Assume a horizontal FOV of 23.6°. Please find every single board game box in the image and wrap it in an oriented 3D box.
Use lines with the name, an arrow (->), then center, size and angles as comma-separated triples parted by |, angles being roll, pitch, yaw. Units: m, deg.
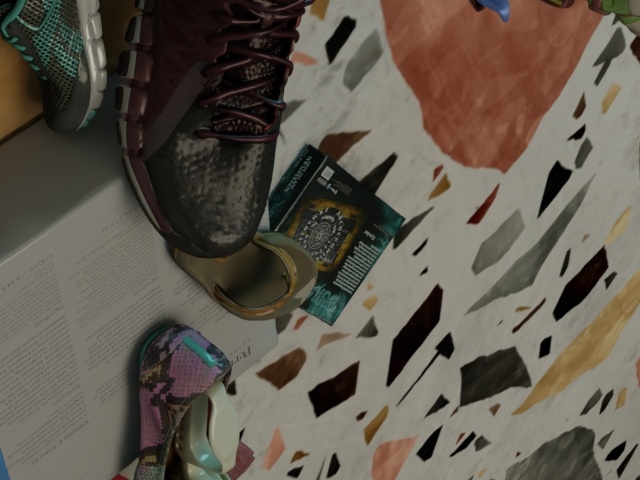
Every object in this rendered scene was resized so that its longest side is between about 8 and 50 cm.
board game box -> 0.000, 0.000, 1.365 | 0.126, 0.026, 0.186 | -55, 151, 0

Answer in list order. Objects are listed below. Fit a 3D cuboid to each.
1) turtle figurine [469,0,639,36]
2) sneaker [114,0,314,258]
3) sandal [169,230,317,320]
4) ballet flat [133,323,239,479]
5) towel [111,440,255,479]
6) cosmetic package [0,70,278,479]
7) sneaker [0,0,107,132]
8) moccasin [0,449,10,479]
turtle figurine -> 0.270, -0.278, 1.311 | 0.275, 0.198, 0.266 | -59, 154, 14
sneaker -> -0.048, -0.125, 0.935 | 0.106, 0.162, 0.281 | -7, 96, -34
sandal -> -0.047, 0.023, 1.108 | 0.072, 0.049, 0.180 | -55, 151, -1
ballet flat -> -0.096, 0.158, 1.143 | 0.077, 0.079, 0.221 | -34, 145, -36
towel -> -0.205, 0.279, 1.340 | 0.329, 0.037, 0.237 | -50, 152, -6
cosmetic package -> -0.196, 0.068, 1.077 | 0.377, 0.097, 0.284 | -37, 144, -29
sneaker -> -0.176, -0.138, 0.953 | 0.076, 0.065, 0.166 | -16, 131, -26
moccasin -> -0.267, 0.027, 0.801 | 0.117, 0.138, 0.342 | -26, 107, -24
